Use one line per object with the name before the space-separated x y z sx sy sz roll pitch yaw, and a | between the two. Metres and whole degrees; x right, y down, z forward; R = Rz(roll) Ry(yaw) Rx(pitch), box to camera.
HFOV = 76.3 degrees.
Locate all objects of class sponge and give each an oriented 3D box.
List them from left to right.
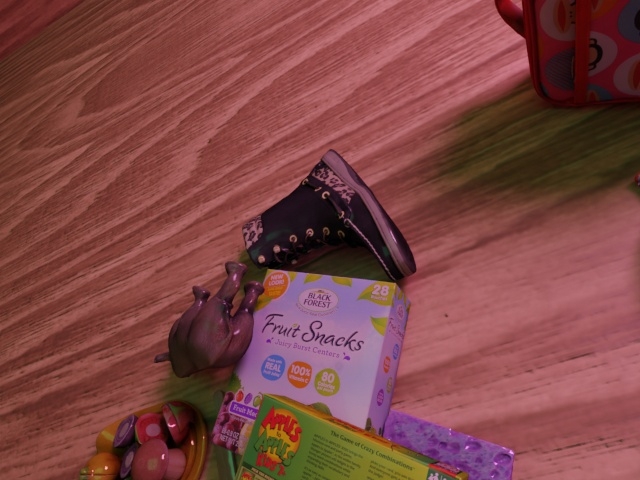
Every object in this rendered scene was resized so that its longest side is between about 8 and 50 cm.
sponge | 0.092 0.272 0.353 0.117 0.031 0.210 6 65 30

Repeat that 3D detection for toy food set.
toy food set | -0.215 0.260 0.499 0.217 0.071 0.128 -23 54 15

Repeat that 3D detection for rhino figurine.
rhino figurine | -0.147 0.115 0.503 0.243 0.073 0.106 -33 36 49

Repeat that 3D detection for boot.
boot | 0.001 0.000 0.527 0.178 0.085 0.236 -36 46 8

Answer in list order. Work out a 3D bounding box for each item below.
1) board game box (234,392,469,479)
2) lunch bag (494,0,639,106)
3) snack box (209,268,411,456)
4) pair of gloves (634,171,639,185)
board game box | 0.018 0.204 0.337 0.181 0.043 0.092 9 72 31
lunch bag | 0.300 -0.266 0.386 0.258 0.293 0.120 10 67 36
snack box | -0.008 0.144 0.456 0.174 0.070 0.207 3 63 30
pair of gloves | 0.395 -0.067 0.353 0.198 0.023 0.159 -28 26 7
